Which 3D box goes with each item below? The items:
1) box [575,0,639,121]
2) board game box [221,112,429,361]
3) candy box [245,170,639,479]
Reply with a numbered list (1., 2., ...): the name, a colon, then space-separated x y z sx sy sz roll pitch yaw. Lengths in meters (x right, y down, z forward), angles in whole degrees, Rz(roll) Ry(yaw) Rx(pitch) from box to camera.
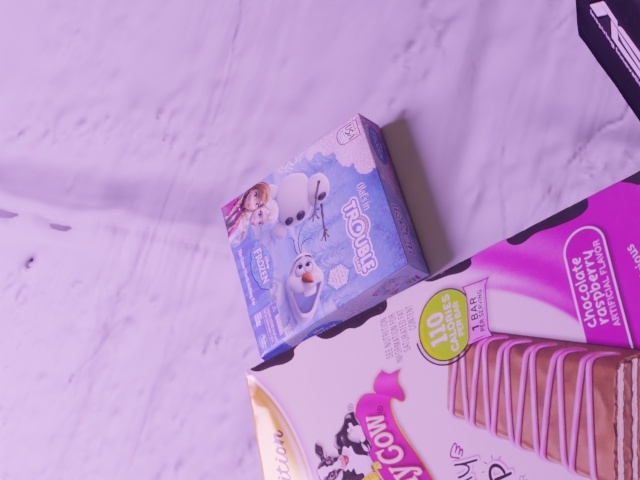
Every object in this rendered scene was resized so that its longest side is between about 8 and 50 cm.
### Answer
1. box: 0.293 -0.003 0.490 0.318 0.097 0.395 -26 62 -3
2. board game box: 0.000 0.000 0.924 0.090 0.020 0.090 -33 53 23
3. candy box: 0.088 0.084 0.780 0.233 0.071 0.159 -29 56 28
